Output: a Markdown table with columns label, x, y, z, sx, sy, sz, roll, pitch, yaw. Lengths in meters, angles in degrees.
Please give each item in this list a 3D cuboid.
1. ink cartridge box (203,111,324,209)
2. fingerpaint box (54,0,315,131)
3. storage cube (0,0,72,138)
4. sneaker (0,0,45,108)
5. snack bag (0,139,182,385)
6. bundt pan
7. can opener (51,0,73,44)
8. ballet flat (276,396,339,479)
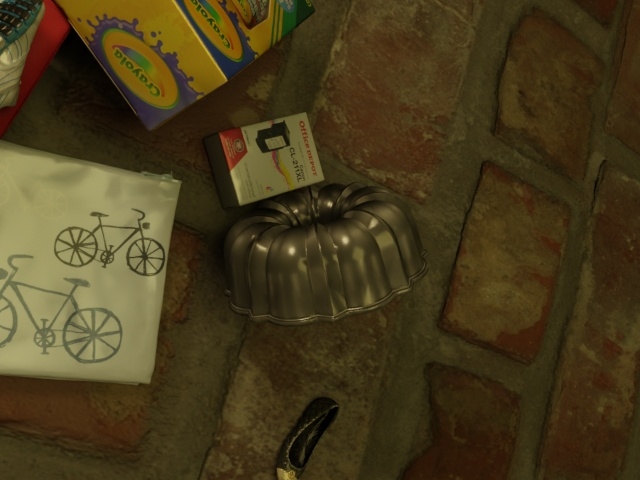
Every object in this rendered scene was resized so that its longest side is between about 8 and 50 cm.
| label | x | y | z | sx | sy | sz | roll | pitch | yaw |
| --- | --- | --- | --- | --- | --- | --- | --- | --- | --- |
| ink cartridge box | -0.094 | -0.139 | 1.202 | 0.175 | 0.072 | 0.128 | -20 | 98 | -30 |
| fingerpaint box | -0.233 | -0.435 | 0.984 | 0.445 | 0.163 | 0.371 | 56 | 32 | -17 |
| storage cube | -0.472 | -0.256 | 0.892 | 0.215 | 0.183 | 0.193 | 38 | 69 | -40 |
| sneaker | -0.379 | -0.205 | 0.826 | 0.191 | 0.071 | 0.083 | -64 | 156 | -20 |
| snack bag | -0.383 | 0.035 | 1.040 | 0.323 | 0.037 | 0.343 | 11 | 83 | -31 |
| bundt pan | 0.000 | 0.000 | 1.095 | 0.330 | 0.330 | 0.124 | -23 | 115 | -30 |
| can opener | -0.438 | -0.356 | 1.019 | 0.186 | 0.073 | 0.059 | 33 | 110 | -23 |
| ballet flat | -0.025 | 0.353 | 1.239 | 0.057 | 0.049 | 0.173 | 39 | 69 | -23 |
